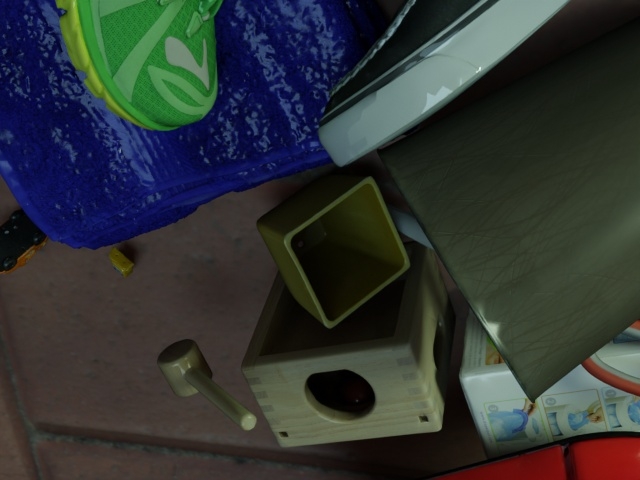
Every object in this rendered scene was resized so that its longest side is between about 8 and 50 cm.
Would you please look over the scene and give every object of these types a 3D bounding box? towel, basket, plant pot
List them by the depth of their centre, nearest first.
[{"bbox_3d":[0.173,-0.041,0.553,0.227,0.204,0.154,-32,123,8],"label":"basket"},{"bbox_3d":[-0.110,-0.115,0.649,0.308,0.076,0.227,-18,119,24],"label":"towel"},{"bbox_3d":[0.000,0.000,0.694,0.083,0.081,0.081,23,144,56],"label":"plant pot"}]

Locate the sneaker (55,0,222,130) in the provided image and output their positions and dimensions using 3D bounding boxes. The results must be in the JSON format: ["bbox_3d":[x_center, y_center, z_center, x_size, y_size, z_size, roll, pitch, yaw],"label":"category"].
[{"bbox_3d":[-0.066,-0.169,0.483,0.124,0.109,0.295,13,136,5],"label":"sneaker"}]

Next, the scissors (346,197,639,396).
[{"bbox_3d":[0.132,0.032,0.644,0.297,0.109,0.021,11,169,24],"label":"scissors"}]

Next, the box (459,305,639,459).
[{"bbox_3d":[0.215,0.088,0.686,0.203,0.114,0.103,-11,120,20],"label":"box"}]

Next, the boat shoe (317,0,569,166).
[{"bbox_3d":[0.100,-0.168,0.523,0.306,0.113,0.105,-41,92,21],"label":"boat shoe"}]

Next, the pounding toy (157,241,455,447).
[{"bbox_3d":[-0.014,0.103,0.712,0.206,0.181,0.094,-11,121,20],"label":"pounding toy"}]

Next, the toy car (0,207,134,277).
[{"bbox_3d":[-0.218,0.020,0.785,0.122,0.060,0.040,25,158,4],"label":"toy car"}]

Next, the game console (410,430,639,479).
[{"bbox_3d":[0.185,0.269,0.783,0.342,0.060,0.386,-20,139,32],"label":"game console"}]
